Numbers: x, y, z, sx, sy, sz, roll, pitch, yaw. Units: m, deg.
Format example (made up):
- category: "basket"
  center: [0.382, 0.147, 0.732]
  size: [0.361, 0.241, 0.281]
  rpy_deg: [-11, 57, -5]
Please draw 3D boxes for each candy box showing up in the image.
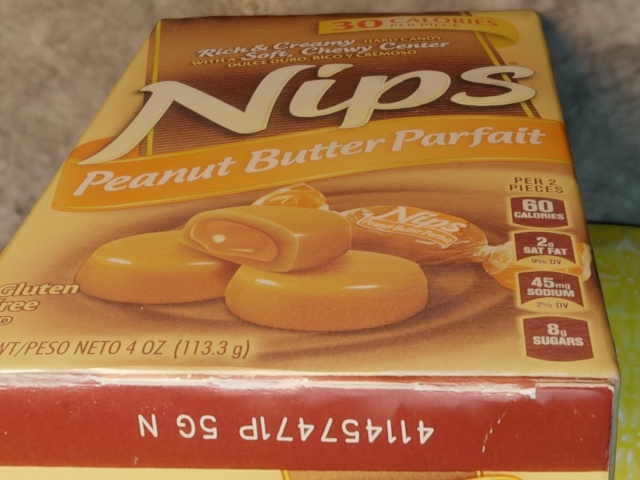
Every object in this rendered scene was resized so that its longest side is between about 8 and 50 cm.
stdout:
- category: "candy box"
  center: [0.000, 0.000, 0.482]
  size: [0.183, 0.316, 0.087]
  rpy_deg: [0, 117, 5]

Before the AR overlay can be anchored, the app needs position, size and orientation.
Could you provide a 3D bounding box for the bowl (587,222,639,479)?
- category: "bowl"
  center: [0.131, 0.154, 0.636]
  size: [0.289, 0.156, 0.289]
  rpy_deg: [2, 116, 4]
